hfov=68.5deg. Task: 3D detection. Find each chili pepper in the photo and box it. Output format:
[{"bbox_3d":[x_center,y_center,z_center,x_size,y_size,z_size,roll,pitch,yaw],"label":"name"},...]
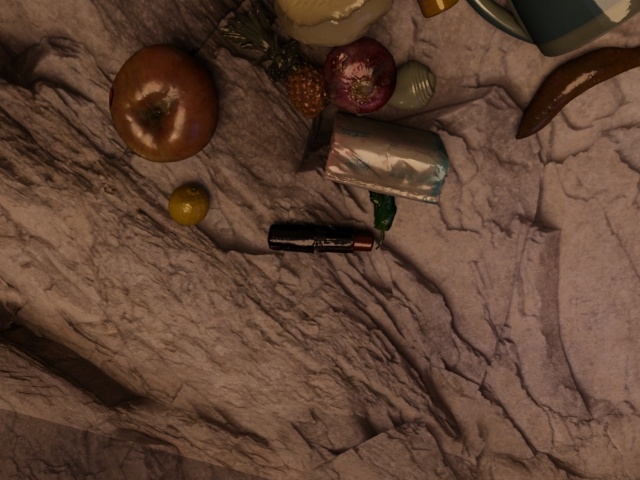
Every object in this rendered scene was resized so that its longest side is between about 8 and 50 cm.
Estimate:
[{"bbox_3d":[0.160,-0.082,1.219,0.065,0.122,0.279,9,158,18],"label":"chili pepper"}]

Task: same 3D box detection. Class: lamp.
[{"bbox_3d":[0.167,-0.338,1.068,0.193,0.106,0.106,-9,123,25],"label":"lamp"}]

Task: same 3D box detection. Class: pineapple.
[{"bbox_3d":[-0.086,-0.400,1.048,0.277,0.119,0.130,45,162,-21],"label":"pineapple"}]

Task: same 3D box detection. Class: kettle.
[{"bbox_3d":[0.393,-0.526,0.845,0.342,0.247,0.319,46,144,-14],"label":"kettle"}]

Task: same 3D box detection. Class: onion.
[{"bbox_3d":[0.081,-0.358,0.998,0.159,0.195,0.159,0,129,0],"label":"onion"}]

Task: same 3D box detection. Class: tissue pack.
[{"bbox_3d":[0.152,-0.198,1.101,0.271,0.201,0.124,11,121,-3],"label":"tissue pack"}]

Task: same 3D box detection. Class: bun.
[{"bbox_3d":[0.045,-0.504,0.896,0.287,0.146,0.287,-3,84,27],"label":"bun"}]

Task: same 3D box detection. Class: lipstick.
[{"bbox_3d":[0.000,0.000,1.325,0.300,0.081,0.081,5,125,5],"label":"lipstick"}]

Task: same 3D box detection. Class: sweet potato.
[{"bbox_3d":[0.571,-0.350,1.022,0.346,0.079,0.108,-30,145,23],"label":"sweet potato"}]

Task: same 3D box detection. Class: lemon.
[{"bbox_3d":[-0.359,-0.099,1.286,0.109,0.109,0.133,21,133,-7],"label":"lemon"}]

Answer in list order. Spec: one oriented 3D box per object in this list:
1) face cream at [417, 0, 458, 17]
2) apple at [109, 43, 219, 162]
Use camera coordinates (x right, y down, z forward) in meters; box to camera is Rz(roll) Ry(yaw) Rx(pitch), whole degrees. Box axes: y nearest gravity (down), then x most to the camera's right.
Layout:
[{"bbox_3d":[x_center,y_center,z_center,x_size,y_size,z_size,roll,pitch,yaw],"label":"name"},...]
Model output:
[{"bbox_3d":[0.186,-0.579,0.906,0.078,0.078,0.273,-21,119,20],"label":"face cream"},{"bbox_3d":[-0.355,-0.311,1.088,0.261,0.194,0.261,2,123,3],"label":"apple"}]
